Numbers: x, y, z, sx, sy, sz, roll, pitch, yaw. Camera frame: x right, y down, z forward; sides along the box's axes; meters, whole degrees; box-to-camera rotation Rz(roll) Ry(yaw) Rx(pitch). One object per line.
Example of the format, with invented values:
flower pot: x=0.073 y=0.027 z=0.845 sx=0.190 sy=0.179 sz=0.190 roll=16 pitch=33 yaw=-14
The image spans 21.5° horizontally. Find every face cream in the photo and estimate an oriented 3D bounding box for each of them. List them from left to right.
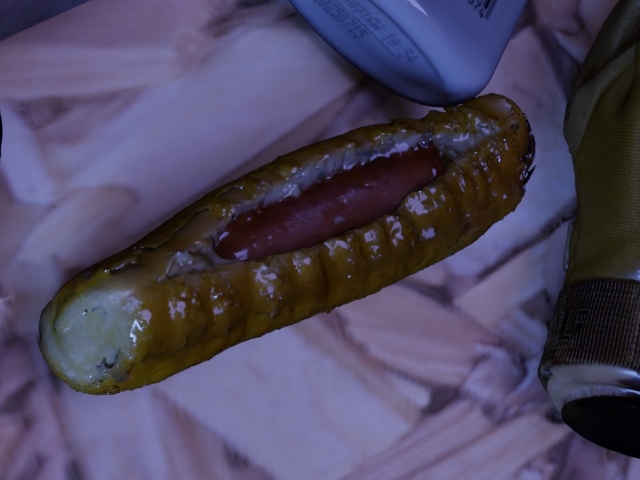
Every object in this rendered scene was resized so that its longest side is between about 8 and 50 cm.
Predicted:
face cream: x=0.077 y=-0.212 z=0.882 sx=0.144 sy=0.071 sz=0.291 roll=39 pitch=58 yaw=-23

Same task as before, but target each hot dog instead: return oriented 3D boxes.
hot dog: x=0.000 y=0.001 z=0.762 sx=0.289 sy=0.083 sz=0.068 roll=-26 pitch=64 yaw=-41

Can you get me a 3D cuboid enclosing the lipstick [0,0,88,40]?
lipstick: x=-0.055 y=-0.165 z=0.717 sx=0.317 sy=0.066 sz=0.068 roll=-32 pitch=87 yaw=-31

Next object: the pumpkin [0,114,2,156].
pumpkin: x=-0.200 y=-0.040 z=0.543 sx=0.202 sy=0.140 sz=0.202 roll=-2 pitch=95 yaw=-30

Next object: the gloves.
gloves: x=0.207 y=-0.047 z=0.924 sx=0.154 sy=0.141 sz=0.331 roll=21 pitch=76 yaw=-10
